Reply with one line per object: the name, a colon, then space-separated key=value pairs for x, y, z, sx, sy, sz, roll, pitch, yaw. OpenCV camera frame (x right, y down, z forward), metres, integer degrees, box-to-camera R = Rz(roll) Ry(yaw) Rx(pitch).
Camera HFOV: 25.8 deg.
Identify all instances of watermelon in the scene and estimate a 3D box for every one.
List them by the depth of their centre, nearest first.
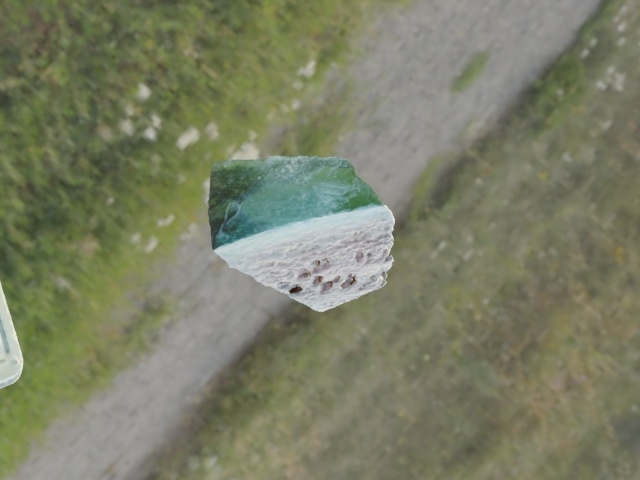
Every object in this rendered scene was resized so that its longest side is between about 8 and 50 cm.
watermelon: x=0.000 y=0.000 z=1.280 sx=0.154 sy=0.094 sz=0.241 roll=-9 pitch=154 yaw=9

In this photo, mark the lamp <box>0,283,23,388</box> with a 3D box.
lamp: x=-0.418 y=0.043 z=1.366 sx=0.047 sy=0.269 sz=0.266 roll=-15 pitch=-176 yaw=29
